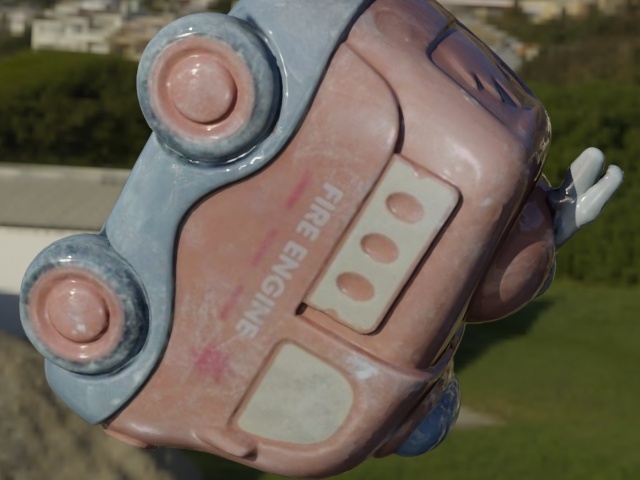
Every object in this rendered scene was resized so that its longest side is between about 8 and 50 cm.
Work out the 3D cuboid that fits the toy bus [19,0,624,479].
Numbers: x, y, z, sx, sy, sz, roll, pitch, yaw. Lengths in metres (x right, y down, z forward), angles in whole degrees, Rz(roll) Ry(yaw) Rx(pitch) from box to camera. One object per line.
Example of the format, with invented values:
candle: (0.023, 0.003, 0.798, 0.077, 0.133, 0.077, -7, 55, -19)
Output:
toy bus: (0.000, 0.000, 0.915, 0.232, 0.294, 0.197, 32, 20, 3)
